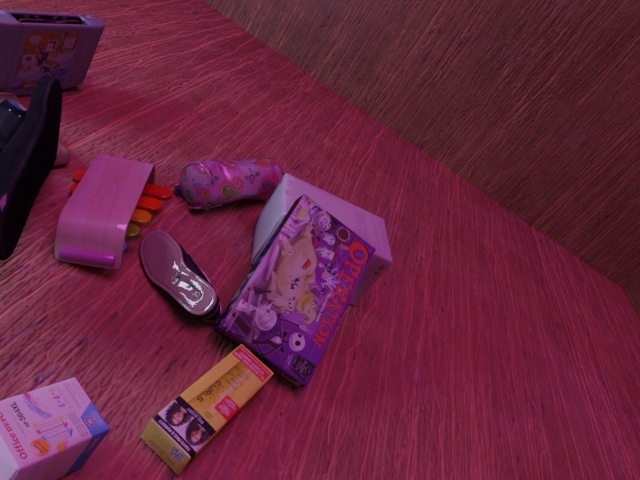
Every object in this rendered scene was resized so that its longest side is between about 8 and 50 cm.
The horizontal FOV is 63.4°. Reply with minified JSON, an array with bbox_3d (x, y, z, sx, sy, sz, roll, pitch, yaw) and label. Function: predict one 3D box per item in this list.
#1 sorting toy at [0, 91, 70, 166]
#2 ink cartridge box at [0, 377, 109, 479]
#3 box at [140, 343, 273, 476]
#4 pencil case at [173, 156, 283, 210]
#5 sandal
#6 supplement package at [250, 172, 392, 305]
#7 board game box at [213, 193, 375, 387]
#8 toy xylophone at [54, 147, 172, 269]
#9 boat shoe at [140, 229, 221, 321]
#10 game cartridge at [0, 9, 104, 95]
[{"bbox_3d":[-0.685,-0.221,1.012,0.229,0.041,0.307,45,31,15],"label":"sorting toy"},{"bbox_3d":[-0.357,0.247,0.633,0.092,0.090,0.143,46,20,17],"label":"ink cartridge box"},{"bbox_3d":[-0.175,0.266,0.847,0.087,0.058,0.232,41,30,10],"label":"box"},{"bbox_3d":[-0.223,-0.149,1.322,0.124,0.124,0.284,47,33,18],"label":"pencil case"},{"bbox_3d":[-0.523,-0.155,0.873,0.107,0.167,0.445,10,37,-19],"label":"sandal"},{"bbox_3d":[0.000,0.000,1.274,0.293,0.175,0.177,24,34,-19],"label":"supplement package"},{"bbox_3d":[-0.039,0.093,1.055,0.208,0.056,0.346,39,58,-16],"label":"board game box"},{"bbox_3d":[-0.445,-0.085,1.029,0.236,0.081,0.322,16,36,-4],"label":"toy xylophone"},{"bbox_3d":[-0.277,0.071,1.021,0.233,0.084,0.079,43,-8,25],"label":"boat shoe"},{"bbox_3d":[-0.646,-0.426,1.191,0.062,0.198,0.297,40,31,7],"label":"game cartridge"}]
